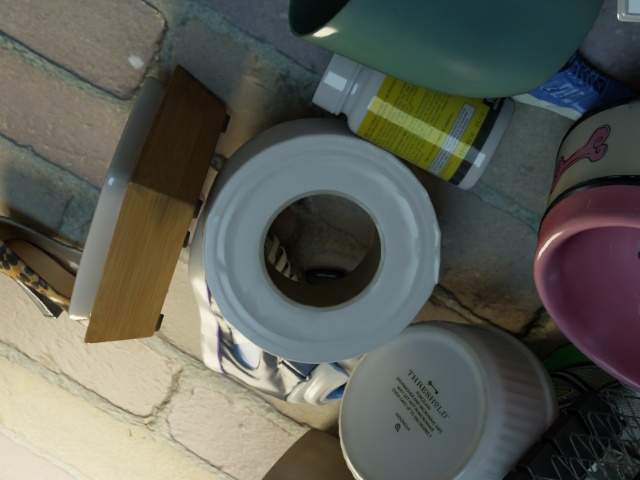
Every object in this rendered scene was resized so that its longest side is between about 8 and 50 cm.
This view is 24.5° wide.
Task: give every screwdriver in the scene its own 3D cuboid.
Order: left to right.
[{"bbox_3d":[0.059,0.056,1.917,0.170,0.025,0.024,8,130,24],"label":"screwdriver"}]

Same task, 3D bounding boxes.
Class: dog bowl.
[{"bbox_3d":[0.411,0.039,1.593,0.408,0.150,0.408,26,151,15],"label":"dog bowl"}]

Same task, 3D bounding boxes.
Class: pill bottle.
[{"bbox_3d":[0.104,-0.153,1.669,0.208,0.119,0.119,27,132,-1],"label":"pill bottle"}]

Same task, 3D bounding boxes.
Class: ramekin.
[{"bbox_3d":[0.144,0.221,1.809,0.273,0.273,0.127,-15,155,31],"label":"ramekin"}]

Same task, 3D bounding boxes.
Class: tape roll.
[{"bbox_3d":[0.000,0.000,1.763,0.286,0.100,0.286,-1,106,-5],"label":"tape roll"}]

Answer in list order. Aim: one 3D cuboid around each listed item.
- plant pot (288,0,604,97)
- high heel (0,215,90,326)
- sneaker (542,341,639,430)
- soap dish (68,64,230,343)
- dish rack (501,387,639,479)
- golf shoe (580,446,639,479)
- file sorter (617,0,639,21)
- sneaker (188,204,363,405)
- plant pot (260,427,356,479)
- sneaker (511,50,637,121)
[{"bbox_3d":[0.143,-0.276,1.456,0.235,0.293,0.293,27,134,-20],"label":"plant pot"},{"bbox_3d":[-0.342,0.031,2.014,0.261,0.093,0.186,-5,132,37],"label":"high heel"},{"bbox_3d":[0.292,0.226,1.884,0.343,0.146,0.134,-10,123,28],"label":"sneaker"},{"bbox_3d":[-0.212,-0.036,1.826,0.118,0.229,0.291,18,133,-5],"label":"soap dish"},{"bbox_3d":[0.335,0.253,1.642,0.074,0.208,0.271,56,153,-18],"label":"dish rack"},{"bbox_3d":[0.397,0.326,1.956,0.272,0.105,0.120,-9,116,27],"label":"golf shoe"},{"bbox_3d":[0.429,-0.320,1.363,0.277,0.173,0.193,6,128,17],"label":"file sorter"},{"bbox_3d":[-0.036,0.083,1.902,0.236,0.130,0.323,16,135,16],"label":"sneaker"},{"bbox_3d":[0.039,0.424,2.075,0.280,0.323,0.323,39,134,12],"label":"plant pot"},{"bbox_3d":[0.280,-0.182,1.615,0.152,0.058,0.085,18,141,16],"label":"sneaker"}]
